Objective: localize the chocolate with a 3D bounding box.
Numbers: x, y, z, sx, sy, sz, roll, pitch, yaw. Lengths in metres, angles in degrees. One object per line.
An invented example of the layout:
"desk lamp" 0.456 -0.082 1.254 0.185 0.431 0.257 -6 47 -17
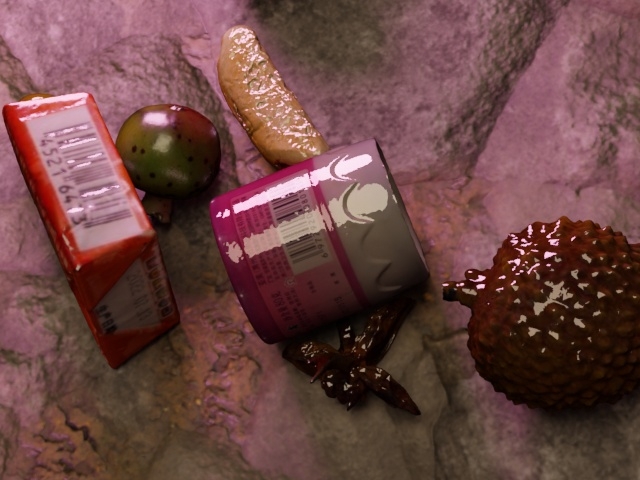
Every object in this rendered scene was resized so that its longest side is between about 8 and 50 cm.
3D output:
"chocolate" -0.250 -0.017 1.864 0.108 0.235 0.237 -24 60 -10

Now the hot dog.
"hot dog" -0.056 -0.144 1.945 0.073 0.084 0.242 -33 62 3

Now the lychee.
"lychee" 0.239 0.074 1.703 0.238 0.200 0.200 15 70 8

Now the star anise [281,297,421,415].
"star anise" 0.025 0.115 1.772 0.158 0.144 0.140 -17 54 9

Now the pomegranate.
"pomegranate" -0.174 -0.097 1.943 0.130 0.130 0.130 -6 64 13

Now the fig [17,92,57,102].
"fig" -0.326 -0.142 2.026 0.088 0.074 0.074 -10 63 -5

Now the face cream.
"face cream" 0.000 0.000 1.809 0.195 0.175 0.175 -21 62 6
